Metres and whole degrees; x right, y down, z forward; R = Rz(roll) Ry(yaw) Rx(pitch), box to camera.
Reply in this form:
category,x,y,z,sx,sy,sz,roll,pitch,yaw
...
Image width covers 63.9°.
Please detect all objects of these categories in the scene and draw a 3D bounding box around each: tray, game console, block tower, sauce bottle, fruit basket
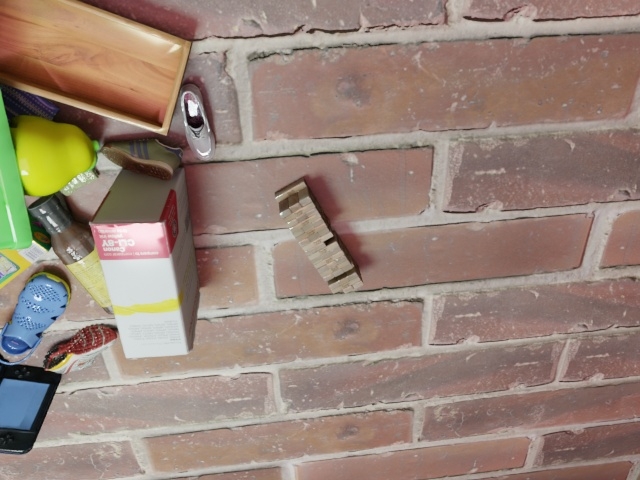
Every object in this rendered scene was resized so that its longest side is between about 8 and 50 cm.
category,x,y,z,sx,sy,sz,roll,pitch,yaw
tray,-0.497,-0.384,1.065,0.411,0.076,0.202,16,106,-15
game console,-0.871,0.398,1.394,0.250,0.293,0.173,12,120,-15
block tower,0.000,0.000,1.375,0.091,0.097,0.335,-28,120,9
sauce bottle,-0.600,0.037,1.310,0.111,0.111,0.344,-21,123,6
fruit basket,-0.680,-0.172,1.064,0.283,0.392,0.392,13,125,22

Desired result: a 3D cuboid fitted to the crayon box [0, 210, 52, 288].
category,x,y,z,sx,sy,sz,roll,pitch,yaw
crayon box,-0.831,0.027,1.292,0.278,0.081,0.165,-33,120,13

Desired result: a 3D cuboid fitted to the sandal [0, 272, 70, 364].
category,x,y,z,sx,sy,sz,roll,pitch,yaw
sandal,-0.785,0.224,1.390,0.126,0.138,0.317,28,113,-20

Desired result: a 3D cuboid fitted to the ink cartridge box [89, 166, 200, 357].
category,x,y,z,sx,sy,sz,roll,pitch,yaw
ink cartridge box,-0.402,0.054,1.246,0.161,0.279,0.384,-3,122,-5

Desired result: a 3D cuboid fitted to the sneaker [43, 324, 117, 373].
category,x,y,z,sx,sy,sz,roll,pitch,yaw
sneaker,-0.691,0.322,1.505,0.225,0.088,0.092,-26,142,9

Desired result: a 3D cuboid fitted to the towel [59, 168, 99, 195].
category,x,y,z,sx,sy,sz,roll,pitch,yaw
towel,-0.611,-0.186,1.220,0.110,0.027,0.148,-26,120,8

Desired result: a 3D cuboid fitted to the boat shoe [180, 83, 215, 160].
category,x,y,z,sx,sy,sz,roll,pitch,yaw
boat shoe,-0.285,-0.266,1.190,0.066,0.063,0.184,-3,122,-5

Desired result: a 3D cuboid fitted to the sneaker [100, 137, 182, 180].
category,x,y,z,sx,sy,sz,roll,pitch,yaw
sneaker,-0.413,-0.206,1.213,0.192,0.086,0.064,19,148,13

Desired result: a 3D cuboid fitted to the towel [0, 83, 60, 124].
category,x,y,z,sx,sy,sz,roll,pitch,yaw
towel,-0.778,-0.239,1.111,0.336,0.040,0.243,-47,121,5
